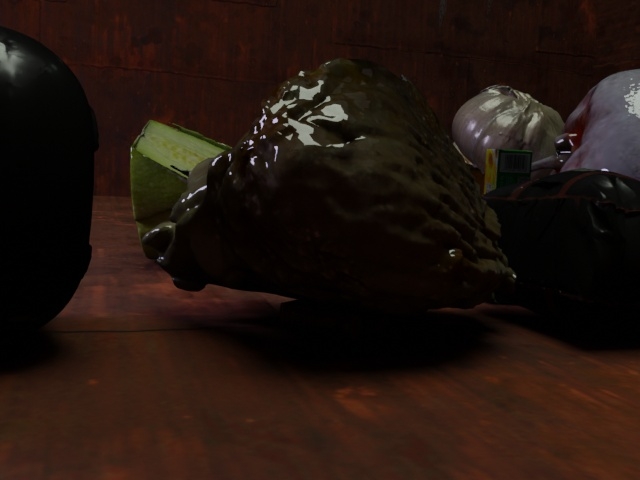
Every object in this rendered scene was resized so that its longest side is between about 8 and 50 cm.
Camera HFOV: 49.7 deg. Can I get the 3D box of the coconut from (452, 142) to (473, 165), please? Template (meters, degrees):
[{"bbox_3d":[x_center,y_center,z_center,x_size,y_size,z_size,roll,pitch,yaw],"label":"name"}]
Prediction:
[{"bbox_3d":[0.439,-0.140,1.708,0.329,0.329,0.329,3,6,0],"label":"coconut"}]

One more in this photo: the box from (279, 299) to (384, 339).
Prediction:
[{"bbox_3d":[0.011,0.069,0.625,0.082,0.023,0.051,6,7,32],"label":"box"}]

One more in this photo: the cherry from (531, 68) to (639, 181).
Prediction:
[{"bbox_3d":[0.495,-0.093,1.013,0.335,0.326,0.291,-3,-27,-8],"label":"cherry"}]

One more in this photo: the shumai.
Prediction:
[{"bbox_3d":[-0.002,0.002,0.629,0.283,0.217,0.346,-29,-19,22],"label":"shumai"}]

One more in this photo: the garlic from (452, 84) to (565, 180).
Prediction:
[{"bbox_3d":[0.344,-0.188,1.243,0.228,0.152,0.228,26,22,-12],"label":"garlic"}]

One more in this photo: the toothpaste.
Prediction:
[{"bbox_3d":[0.212,-0.017,0.801,0.043,0.178,0.037,1,6,-9],"label":"toothpaste"}]

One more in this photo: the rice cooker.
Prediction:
[{"bbox_3d":[-0.294,-0.044,0.508,0.224,0.267,0.267,0,6,-33],"label":"rice cooker"}]

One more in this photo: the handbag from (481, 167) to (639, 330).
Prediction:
[{"bbox_3d":[0.275,0.009,0.690,0.169,0.155,0.215,10,2,-18],"label":"handbag"}]

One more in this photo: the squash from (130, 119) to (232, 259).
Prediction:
[{"bbox_3d":[-0.103,-0.065,1.029,0.309,0.210,0.233,-2,20,-4],"label":"squash"}]

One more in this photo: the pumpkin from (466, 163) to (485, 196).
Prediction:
[{"bbox_3d":[0.215,-0.015,1.295,0.280,0.190,0.139,-44,22,-13],"label":"pumpkin"}]
